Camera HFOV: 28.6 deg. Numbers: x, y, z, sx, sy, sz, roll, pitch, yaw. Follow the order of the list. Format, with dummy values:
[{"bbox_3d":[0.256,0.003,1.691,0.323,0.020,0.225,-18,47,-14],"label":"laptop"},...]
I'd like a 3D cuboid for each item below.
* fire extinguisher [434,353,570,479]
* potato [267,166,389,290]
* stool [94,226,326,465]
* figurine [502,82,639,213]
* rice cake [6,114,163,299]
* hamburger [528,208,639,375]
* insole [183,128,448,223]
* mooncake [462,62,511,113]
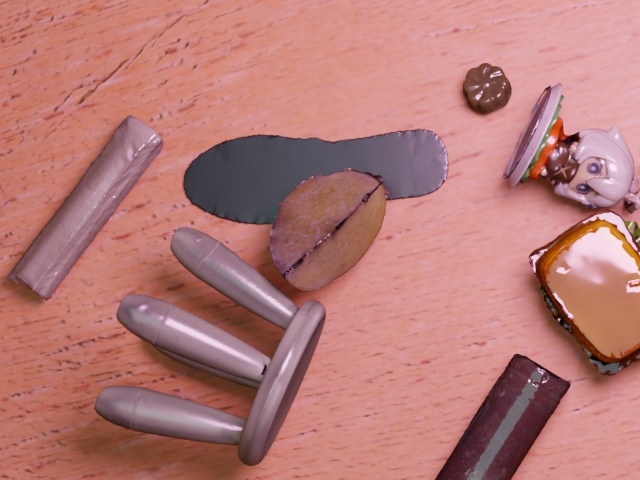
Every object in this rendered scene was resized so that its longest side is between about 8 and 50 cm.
[{"bbox_3d":[0.170,0.249,1.382,0.072,0.089,0.268,32,90,44],"label":"fire extinguisher"},{"bbox_3d":[0.000,0.000,1.434,0.100,0.089,0.172,21,58,38],"label":"potato"},{"bbox_3d":[-0.116,0.123,1.393,0.198,0.195,0.195,24,126,8],"label":"stool"},{"bbox_3d":[0.296,-0.089,1.385,0.153,0.132,0.132,25,91,0],"label":"figurine"},{"bbox_3d":[-0.283,-0.037,1.520,0.057,0.052,0.256,38,93,15],"label":"rice cake"},{"bbox_3d":[0.318,0.055,1.374,0.137,0.087,0.166,-31,82,7],"label":"hamburger"},{"bbox_3d":[-0.008,-0.080,1.491,0.322,0.007,0.109,-6,87,10],"label":"insole"},{"bbox_3d":[0.101,-0.294,1.469,0.346,0.057,0.150,35,80,6],"label":"mooncake"}]
